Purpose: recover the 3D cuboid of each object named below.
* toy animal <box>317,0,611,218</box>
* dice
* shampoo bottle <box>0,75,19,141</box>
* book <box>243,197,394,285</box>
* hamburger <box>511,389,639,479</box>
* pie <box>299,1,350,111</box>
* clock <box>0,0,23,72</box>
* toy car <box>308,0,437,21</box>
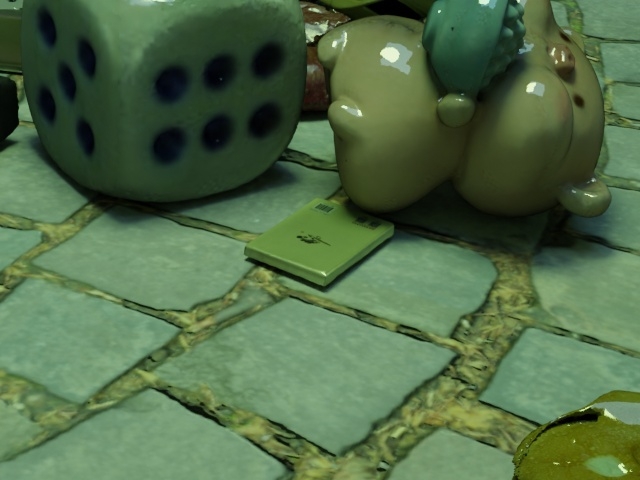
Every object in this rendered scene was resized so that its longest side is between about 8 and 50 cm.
[{"bbox_3d":[0.114,-0.107,1.282,0.221,0.229,0.210,-25,52,27],"label":"toy animal"},{"bbox_3d":[-0.135,-0.155,1.299,0.193,0.194,0.192,-15,34,-35],"label":"dice"},{"bbox_3d":[-0.425,-0.138,1.346,0.309,0.071,0.098,15,33,19],"label":"shampoo bottle"},{"bbox_3d":[0.000,0.001,1.227,0.077,0.014,0.111,19,32,26],"label":"book"},{"bbox_3d":[0.179,0.177,0.863,0.177,0.113,0.185,-1,37,-23],"label":"hamburger"},{"bbox_3d":[-0.048,-0.188,1.512,0.204,0.054,0.219,-7,31,-21],"label":"pie"},{"bbox_3d":[-0.306,-0.240,1.541,0.147,0.071,0.192,6,30,0],"label":"clock"},{"bbox_3d":[0.037,-0.296,1.617,0.256,0.124,0.101,38,10,25],"label":"toy car"}]
